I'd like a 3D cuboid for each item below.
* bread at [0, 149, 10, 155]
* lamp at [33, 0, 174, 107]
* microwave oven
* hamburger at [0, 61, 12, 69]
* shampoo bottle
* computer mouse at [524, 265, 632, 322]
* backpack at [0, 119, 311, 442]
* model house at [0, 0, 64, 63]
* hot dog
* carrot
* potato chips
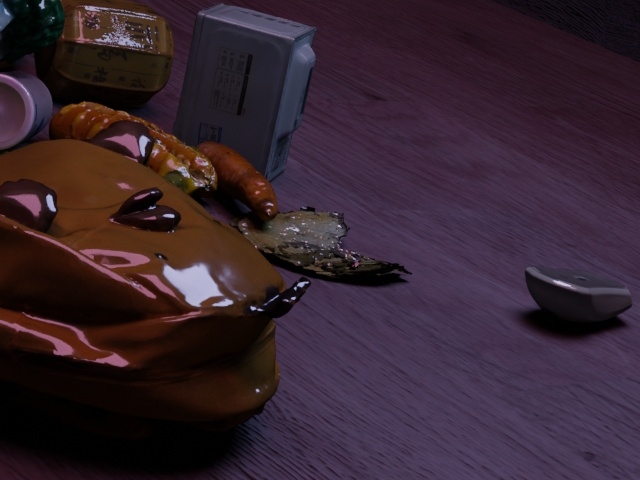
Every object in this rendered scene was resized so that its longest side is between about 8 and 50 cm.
[{"bbox_3d":[-0.442,-0.077,1.844,0.301,0.045,0.301,13,18,-4],"label":"bread"},{"bbox_3d":[-0.315,-0.275,2.348,0.185,0.161,0.161,3,21,-27],"label":"lamp"},{"bbox_3d":[-0.102,-0.198,2.173,0.162,0.208,0.122,17,18,10],"label":"microwave oven"},{"bbox_3d":[-0.484,-0.326,2.415,0.124,0.131,0.262,-19,20,13],"label":"hamburger"},{"bbox_3d":[-0.385,-0.164,2.004,0.092,0.092,0.303,12,5,-6],"label":"shampoo bottle"},{"bbox_3d":[0.306,0.068,1.921,0.089,0.056,0.182,29,16,36],"label":"computer mouse"},{"bbox_3d":[-0.201,0.035,1.438,0.378,0.201,0.353,18,20,10],"label":"backpack"},{"bbox_3d":[-0.522,-0.261,2.072,0.280,0.230,0.248,-12,34,40],"label":"model house"},{"bbox_3d":[-0.235,-0.114,2.062,0.269,0.072,0.115,25,14,33],"label":"hot dog"},{"bbox_3d":[-0.103,-0.074,2.034,0.059,0.059,0.248,3,17,-28],"label":"carrot"},{"bbox_3d":[-0.001,0.004,1.948,0.202,0.029,0.220,-7,24,-45],"label":"potato chips"}]
